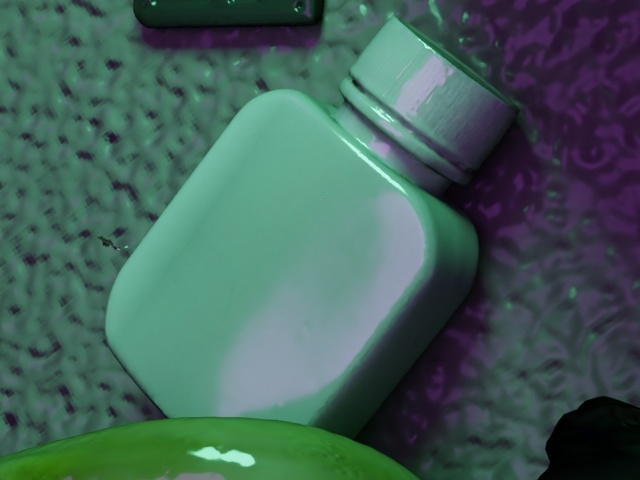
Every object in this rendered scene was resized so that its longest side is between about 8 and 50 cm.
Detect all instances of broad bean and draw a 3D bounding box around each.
[{"bbox_3d":[-0.070,0.142,0.625,0.263,0.189,0.121,-30,36,19],"label":"broad bean"}]

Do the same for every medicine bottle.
[{"bbox_3d":[0.000,0.000,0.653,0.119,0.069,0.183,43,103,29],"label":"medicine bottle"}]

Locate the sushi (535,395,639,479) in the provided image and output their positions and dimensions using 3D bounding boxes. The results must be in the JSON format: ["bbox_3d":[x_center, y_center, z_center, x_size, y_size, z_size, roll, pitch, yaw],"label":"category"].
[{"bbox_3d":[0.168,0.201,0.444,0.294,0.281,0.299,9,83,21],"label":"sushi"}]

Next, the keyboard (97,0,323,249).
[{"bbox_3d":[-0.039,-0.178,0.709,0.103,0.041,0.381,2,80,24],"label":"keyboard"}]
